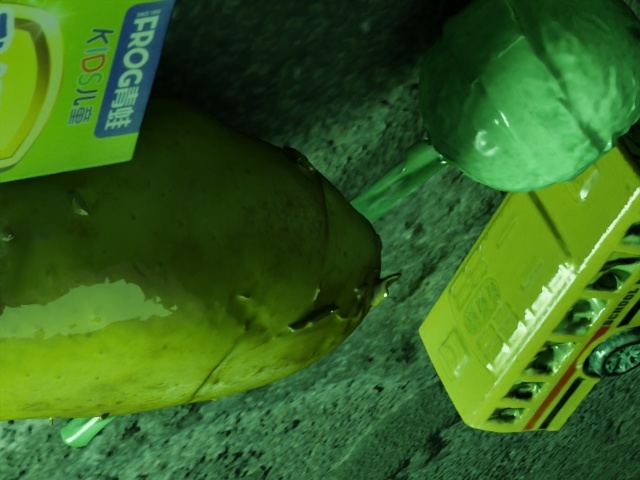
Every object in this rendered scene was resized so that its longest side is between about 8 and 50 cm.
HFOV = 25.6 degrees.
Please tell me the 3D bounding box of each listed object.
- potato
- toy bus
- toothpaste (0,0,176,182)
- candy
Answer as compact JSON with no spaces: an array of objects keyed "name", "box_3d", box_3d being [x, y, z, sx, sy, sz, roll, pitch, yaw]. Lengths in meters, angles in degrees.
[{"name":"potato","box_3d":[-0.098,0.013,0.671,0.300,0.140,0.173,-3,146,-36]},{"name":"toy bus","box_3d":[0.194,-0.006,0.985,0.123,0.121,0.335,1,137,-29]},{"name":"toothpaste","box_3d":[-0.210,-0.065,0.483,0.327,0.077,0.110,-12,144,-31]},{"name":"candy","box_3d":[0.000,0.000,0.827,0.440,0.119,0.119,-37,153,20]}]
